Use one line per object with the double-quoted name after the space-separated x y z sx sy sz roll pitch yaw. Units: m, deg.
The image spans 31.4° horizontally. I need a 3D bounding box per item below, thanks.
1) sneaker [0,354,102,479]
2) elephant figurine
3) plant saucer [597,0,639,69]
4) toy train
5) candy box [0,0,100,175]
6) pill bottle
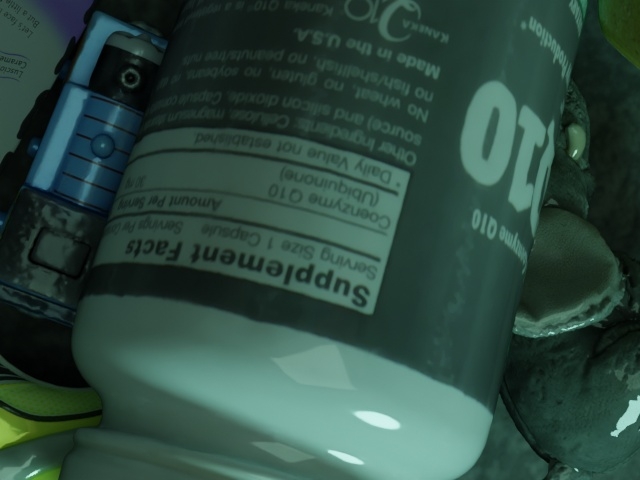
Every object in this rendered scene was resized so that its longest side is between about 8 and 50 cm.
-0.264 0.098 0.622 0.385 0.145 0.147 18 67 -16 "sneaker"
0.130 0.011 0.703 0.239 0.186 0.169 44 127 -4 "elephant figurine"
0.222 -0.234 0.647 0.081 0.333 0.332 0 97 29 "plant saucer"
-0.129 -0.039 0.639 0.080 0.105 0.184 23 90 -15 "toy train"
-0.201 -0.131 0.568 0.165 0.070 0.196 19 106 -55 "candy box"
0.000 0.000 0.563 0.204 0.204 0.361 20 75 -15 "pill bottle"
